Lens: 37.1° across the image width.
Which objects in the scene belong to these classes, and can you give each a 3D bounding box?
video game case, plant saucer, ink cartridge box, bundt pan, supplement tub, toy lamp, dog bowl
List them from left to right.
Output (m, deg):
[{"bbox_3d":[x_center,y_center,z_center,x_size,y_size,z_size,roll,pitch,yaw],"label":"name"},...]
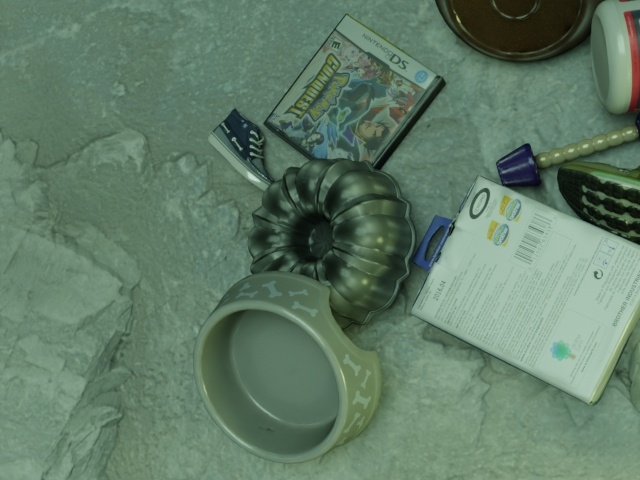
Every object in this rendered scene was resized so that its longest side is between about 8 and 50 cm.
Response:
[{"bbox_3d":[-0.071,0.231,1.667,0.349,0.102,0.348,9,111,25],"label":"dog bowl"},{"bbox_3d":[0.000,0.000,1.723,0.331,0.124,0.330,-6,80,32],"label":"bundt pan"},{"bbox_3d":[0.062,-0.265,1.840,0.248,0.035,0.275,39,93,22],"label":"video game case"},{"bbox_3d":[0.339,-0.428,1.645,0.311,0.310,0.050,6,46,20],"label":"plant saucer"},{"bbox_3d":[0.337,0.069,1.613,0.395,0.151,0.270,26,89,21],"label":"ink cartridge box"},{"bbox_3d":[0.445,-0.155,1.663,0.275,0.080,0.080,-15,75,14],"label":"toy lamp"},{"bbox_3d":[0.596,-0.317,1.566,0.272,0.191,0.191,-7,77,7],"label":"supplement tub"}]

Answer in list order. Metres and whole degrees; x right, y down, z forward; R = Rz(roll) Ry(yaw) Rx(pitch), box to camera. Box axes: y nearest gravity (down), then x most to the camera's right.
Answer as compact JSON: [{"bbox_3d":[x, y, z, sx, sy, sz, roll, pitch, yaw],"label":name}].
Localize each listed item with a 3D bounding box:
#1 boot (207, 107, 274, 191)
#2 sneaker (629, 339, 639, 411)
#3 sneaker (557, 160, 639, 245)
[{"bbox_3d":[-0.138,-0.178,1.873,0.190,0.069,0.086,44,98,23],"label":"boot"},{"bbox_3d":[0.578,0.274,1.535,0.126,0.091,0.240,-5,76,0],"label":"sneaker"},{"bbox_3d":[0.605,-0.086,1.583,0.410,0.158,0.182,13,55,21],"label":"sneaker"}]
